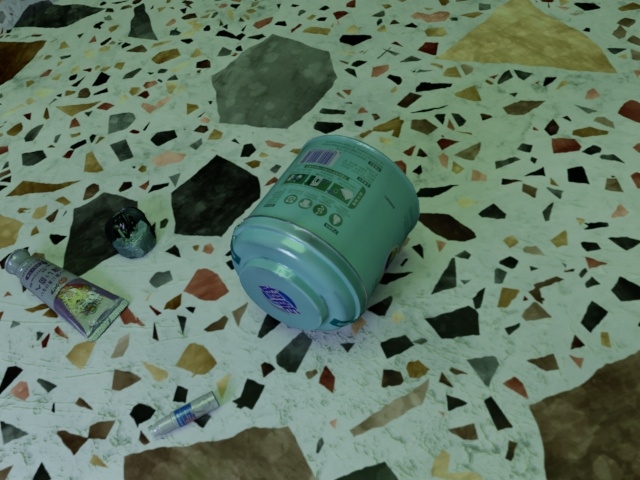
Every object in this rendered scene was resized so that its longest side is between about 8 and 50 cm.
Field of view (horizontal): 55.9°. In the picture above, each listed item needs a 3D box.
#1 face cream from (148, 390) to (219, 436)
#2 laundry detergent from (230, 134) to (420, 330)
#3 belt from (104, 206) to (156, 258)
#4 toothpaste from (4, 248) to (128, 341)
[{"bbox_3d":[-0.252,0.321,1.109,0.130,0.034,0.034,-25,50,-11],"label":"face cream"},{"bbox_3d":[0.000,0.000,1.166,0.287,0.287,0.305,20,56,25],"label":"laundry detergent"},{"bbox_3d":[-0.448,-0.019,1.420,0.105,0.058,0.140,-36,53,-15],"label":"belt"},{"bbox_3d":[-0.571,0.111,1.335,0.299,0.073,0.114,26,59,20],"label":"toothpaste"}]
